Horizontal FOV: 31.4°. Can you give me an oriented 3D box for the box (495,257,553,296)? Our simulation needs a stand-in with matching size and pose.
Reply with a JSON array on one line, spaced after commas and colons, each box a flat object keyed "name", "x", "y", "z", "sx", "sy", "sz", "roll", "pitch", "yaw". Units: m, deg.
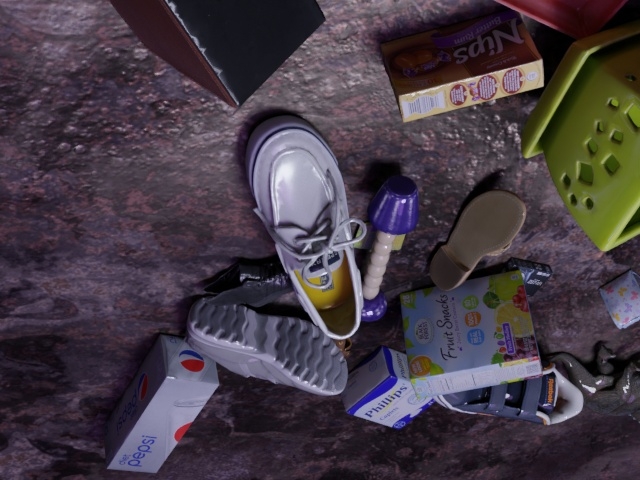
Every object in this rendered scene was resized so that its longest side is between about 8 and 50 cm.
[{"name": "box", "x": 0.337, "y": 0.062, "z": 1.907, "sx": 0.083, "sy": 0.018, "sz": 0.067, "roll": 12, "pitch": 134, "yaw": -27}]

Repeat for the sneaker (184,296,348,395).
[{"name": "sneaker", "x": -0.089, "y": 0.177, "z": 1.844, "sx": 0.281, "sy": 0.105, "sz": 0.115, "roll": 26, "pitch": 147, "yaw": -7}]

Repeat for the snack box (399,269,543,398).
[{"name": "snack box", "x": 0.241, "y": 0.152, "z": 1.844, "sx": 0.207, "sy": 0.174, "sz": 0.070, "roll": -13, "pitch": 140, "yaw": 10}]

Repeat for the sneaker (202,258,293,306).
[{"name": "sneaker", "x": -0.093, "y": 0.058, "z": 1.753, "sx": 0.170, "sy": 0.051, "sz": 0.089, "roll": -32, "pitch": 141, "yaw": 25}]

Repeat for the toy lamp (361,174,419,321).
[{"name": "toy lamp", "x": 0.095, "y": 0.013, "z": 1.720, "sx": 0.080, "sy": 0.080, "sz": 0.274, "roll": -3, "pitch": 139, "yaw": -13}]

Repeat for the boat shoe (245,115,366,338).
[{"name": "boat shoe", "x": -0.008, "y": 0.004, "z": 1.602, "sx": 0.136, "sy": 0.156, "sz": 0.367, "roll": -19, "pitch": 130, "yaw": -8}]

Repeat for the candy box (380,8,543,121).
[{"name": "candy box", "x": 0.181, "y": -0.225, "z": 1.462, "sx": 0.187, "sy": 0.109, "sz": 0.053, "roll": -15, "pitch": 139, "yaw": 2}]

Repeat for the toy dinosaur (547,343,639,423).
[{"name": "toy dinosaur", "x": 0.564, "y": 0.280, "z": 2.147, "sx": 0.314, "sy": 0.121, "sz": 0.160, "roll": 4, "pitch": 123, "yaw": -26}]

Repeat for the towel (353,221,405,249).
[{"name": "towel", "x": 0.094, "y": -0.007, "z": 1.765, "sx": 0.083, "sy": 0.009, "sz": 0.060, "roll": 1, "pitch": 138, "yaw": -16}]

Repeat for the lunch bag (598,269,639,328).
[{"name": "lunch bag", "x": 0.530, "y": 0.106, "z": 1.962, "sx": 0.071, "sy": 0.083, "sz": 0.053, "roll": -37, "pitch": 135, "yaw": 24}]

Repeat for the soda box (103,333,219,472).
[{"name": "soda box", "x": -0.274, "y": 0.281, "z": 1.928, "sx": 0.098, "sy": 0.091, "sz": 0.286, "roll": 12, "pitch": 134, "yaw": -28}]

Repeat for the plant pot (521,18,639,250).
[{"name": "plant pot", "x": 0.413, "y": -0.157, "z": 1.494, "sx": 0.228, "sy": 0.207, "sz": 0.227, "roll": -23, "pitch": 150, "yaw": -36}]

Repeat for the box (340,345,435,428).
[{"name": "box", "x": 0.126, "y": 0.266, "z": 2.040, "sx": 0.137, "sy": 0.072, "sz": 0.126, "roll": 23, "pitch": 127, "yaw": -35}]

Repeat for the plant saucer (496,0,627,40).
[{"name": "plant saucer", "x": 0.308, "y": -0.384, "z": 1.364, "sx": 0.259, "sy": 0.047, "sz": 0.258, "roll": 16, "pitch": 131, "yaw": -32}]

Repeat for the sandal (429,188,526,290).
[{"name": "sandal", "x": 0.259, "y": -0.012, "z": 1.777, "sx": 0.079, "sy": 0.088, "sz": 0.240, "roll": -23, "pitch": 160, "yaw": -41}]

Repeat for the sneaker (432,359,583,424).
[{"name": "sneaker", "x": 0.338, "y": 0.257, "z": 2.027, "sx": 0.321, "sy": 0.126, "sz": 0.127, "roll": 13, "pitch": 171, "yaw": -38}]

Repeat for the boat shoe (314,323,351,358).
[{"name": "boat shoe", "x": 0.024, "y": 0.184, "z": 1.922, "sx": 0.060, "sy": 0.064, "sz": 0.178, "roll": -9, "pitch": 136, "yaw": -7}]

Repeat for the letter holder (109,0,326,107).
[{"name": "letter holder", "x": -0.166, "y": -0.325, "z": 1.240, "sx": 0.152, "sy": 0.214, "sz": 0.302, "roll": -47, "pitch": 138, "yaw": -11}]
